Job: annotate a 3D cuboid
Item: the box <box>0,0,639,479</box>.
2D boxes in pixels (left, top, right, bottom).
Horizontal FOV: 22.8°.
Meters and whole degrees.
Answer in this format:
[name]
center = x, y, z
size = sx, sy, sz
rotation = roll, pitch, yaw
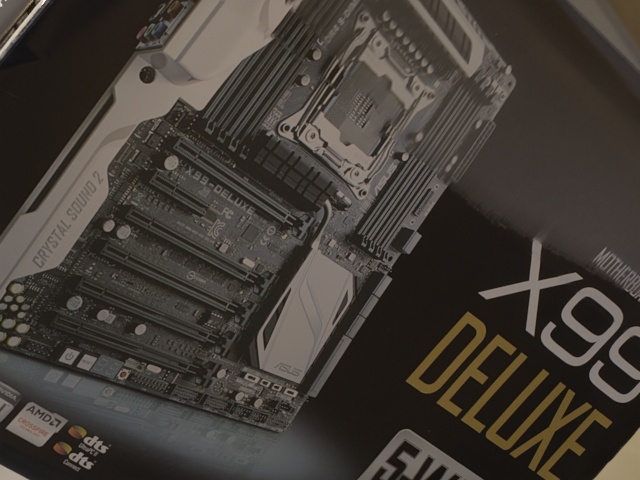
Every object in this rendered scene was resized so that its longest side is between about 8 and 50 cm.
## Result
[box]
center = 0.000, 0.000, 0.574
size = 0.307, 0.076, 0.242
rotation = 37, -82, -34
